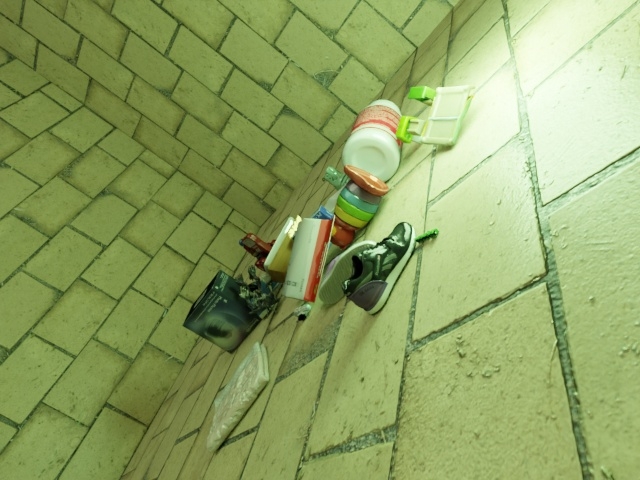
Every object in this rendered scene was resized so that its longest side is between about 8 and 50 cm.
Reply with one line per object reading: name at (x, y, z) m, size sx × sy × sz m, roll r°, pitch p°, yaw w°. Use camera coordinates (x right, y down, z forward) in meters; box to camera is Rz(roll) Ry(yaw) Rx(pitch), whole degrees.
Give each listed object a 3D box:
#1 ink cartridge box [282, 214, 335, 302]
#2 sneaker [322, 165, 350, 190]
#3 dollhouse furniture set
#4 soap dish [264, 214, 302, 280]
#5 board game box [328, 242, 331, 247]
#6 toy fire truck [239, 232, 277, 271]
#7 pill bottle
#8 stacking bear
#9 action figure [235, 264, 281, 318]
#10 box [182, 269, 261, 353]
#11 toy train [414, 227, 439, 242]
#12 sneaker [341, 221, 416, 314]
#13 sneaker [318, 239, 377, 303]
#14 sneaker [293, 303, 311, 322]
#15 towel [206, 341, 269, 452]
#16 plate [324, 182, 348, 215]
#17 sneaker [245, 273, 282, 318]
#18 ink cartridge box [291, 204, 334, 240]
ink cartridge box at (-0.053, 0.067, 1.631) m, size 0.385 × 0.091 × 0.308 m, roll 152°, pitch 132°, yaw -79°
sneaker at (0.097, -0.312, 2.209) m, size 0.094 × 0.151 × 0.256 m, roll -56°, pitch 14°, yaw -13°
dollhouse furniture set at (0.424, -0.410, 1.510) m, size 0.301 × 0.151 × 0.198 m, roll 29°, pitch 105°, yaw 60°
soap dish at (-0.147, 0.053, 2.077) m, size 0.291 × 0.118 × 0.229 m, roll -62°, pitch -9°, yaw -18°
board game box at (0.000, 0.000, 2.001) m, size 0.160 × 0.047 × 0.210 m, roll -62°, pitch 14°, yaw -26°
toy fire truck at (-0.373, 0.053, 2.713) m, size 0.169 × 0.253 × 0.302 m, roll -59°, pitch 14°, yaw -20°
pill bottle at (0.235, -0.430, 1.855) m, size 0.229 × 0.229 × 0.408 m, roll -44°, pitch 17°, yaw 39°
stacking bear at (0.116, -0.106, 1.640) m, size 0.164 × 0.175 × 0.289 m, roll 1°, pitch -55°, yaw -51°
action figure at (-0.292, 0.229, 2.012) m, size 0.164 × 0.141 × 0.275 m, roll -30°, pitch 46°, yaw -19°
box at (-0.474, 0.361, 2.221) m, size 0.296 × 0.294 × 0.183 m, roll -49°, pitch 17°, yaw 23°
toy train at (0.275, -0.013, 1.147) m, size 0.024 × 0.017 × 0.083 m, roll -50°, pitch 10°, yaw -27°
sneaker at (0.156, 0.045, 1.181) m, size 0.283 × 0.124 × 0.107 m, roll -60°, pitch 15°, yaw -24°
sneaker at (0.092, 0.065, 1.417) m, size 0.282 × 0.102 × 0.161 m, roll -45°, pitch 13°, yaw 35°
sneaker at (-0.077, 0.274, 1.613) m, size 0.098 × 0.038 × 0.069 m, roll -41°, pitch 18°, yaw 46°
towel at (-0.308, 0.571, 1.661) m, size 0.332 × 0.053 × 0.317 m, roll -55°, pitch 13°, yaw 4°
plate at (0.120, -0.201, 1.999) m, size 0.278 × 0.045 × 0.277 m, roll -38°, pitch 13°, yaw 28°
sneaker at (-0.283, 0.232, 2.198) m, size 0.130 × 0.147 × 0.330 m, roll -47°, pitch 14°, yaw 28°
ink cartridge box at (-0.026, -0.050, 1.900) m, size 0.207 × 0.097 × 0.046 m, roll -43°, pitch 19°, yaw 34°
